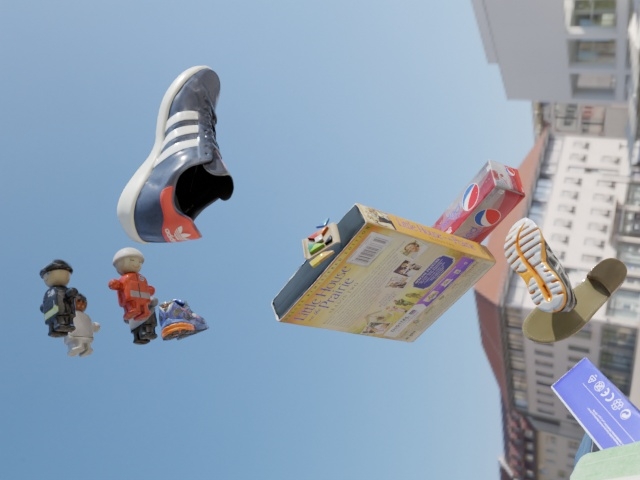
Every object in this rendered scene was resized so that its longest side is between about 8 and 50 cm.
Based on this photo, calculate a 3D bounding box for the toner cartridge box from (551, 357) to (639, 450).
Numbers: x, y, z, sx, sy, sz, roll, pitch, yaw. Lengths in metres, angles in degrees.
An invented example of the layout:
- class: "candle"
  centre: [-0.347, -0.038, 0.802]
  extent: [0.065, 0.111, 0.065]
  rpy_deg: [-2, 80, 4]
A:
- class: "toner cartridge box"
  centre: [0.455, 0.312, 0.886]
  extent: [0.165, 0.075, 0.348]
  rpy_deg: [43, -170, -20]

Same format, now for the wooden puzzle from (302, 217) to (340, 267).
- class: "wooden puzzle"
  centre: [0.000, 0.000, 1.230]
  extent: [0.014, 0.078, 0.116]
  rpy_deg: [56, -174, -31]

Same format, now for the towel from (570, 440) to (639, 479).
- class: "towel"
  centre: [0.266, 0.316, 0.607]
  extent: [0.325, 0.038, 0.248]
  rpy_deg: [-48, -2, -33]

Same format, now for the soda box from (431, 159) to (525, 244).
- class: "soda box"
  centre: [0.359, -0.061, 1.560]
  extent: [0.263, 0.083, 0.092]
  rpy_deg: [124, 154, -44]

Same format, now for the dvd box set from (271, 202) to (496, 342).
- class: "dvd box set"
  centre: [0.144, 0.089, 1.447]
  extent: [0.420, 0.062, 0.308]
  rpy_deg: [14, -53, -39]

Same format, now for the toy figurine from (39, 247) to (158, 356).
- class: "toy figurine"
  centre: [-0.426, 0.120, 1.307]
  extent: [0.210, 0.212, 0.148]
  rpy_deg: [97, 158, -63]

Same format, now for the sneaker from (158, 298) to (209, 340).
- class: "sneaker"
  centre: [-0.310, 0.174, 1.515]
  extent: [0.221, 0.083, 0.087]
  rpy_deg: [88, 164, -81]

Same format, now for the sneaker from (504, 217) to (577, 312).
- class: "sneaker"
  centre: [0.425, 0.052, 1.291]
  extent: [0.083, 0.084, 0.215]
  rpy_deg: [18, -133, -37]

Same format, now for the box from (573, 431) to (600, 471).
- class: "box"
  centre: [0.621, 0.497, 1.225]
  extent: [0.296, 0.293, 0.183]
  rpy_deg: [-53, -27, -48]

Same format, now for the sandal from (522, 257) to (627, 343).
- class: "sandal"
  centre: [0.514, 0.135, 1.343]
  extent: [0.240, 0.088, 0.079]
  rpy_deg: [-39, -30, 0]

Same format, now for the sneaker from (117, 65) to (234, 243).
- class: "sneaker"
  centre: [-0.201, -0.144, 1.121]
  extent: [0.131, 0.148, 0.350]
  rpy_deg: [63, -143, -59]
